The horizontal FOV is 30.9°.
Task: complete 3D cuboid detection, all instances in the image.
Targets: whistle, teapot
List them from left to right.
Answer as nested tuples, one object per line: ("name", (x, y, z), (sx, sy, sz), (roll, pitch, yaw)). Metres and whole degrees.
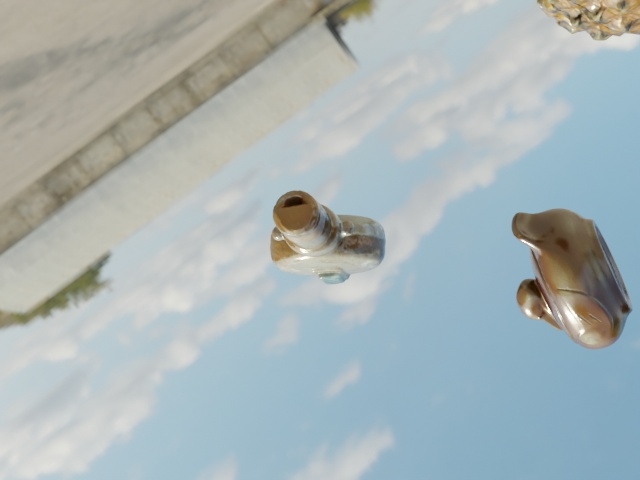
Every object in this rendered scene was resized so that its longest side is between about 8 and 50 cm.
("whistle", (0.000, 0.000, 1.027), (0.107, 0.057, 0.220), (-4, 168, 9))
("teapot", (0.182, 0.030, 0.874), (0.078, 0.129, 0.098), (-23, -144, 17))

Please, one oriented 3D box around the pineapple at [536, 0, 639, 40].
("pineapple", (0.181, -0.198, 0.632), (0.119, 0.111, 0.237), (-52, 172, -9))
